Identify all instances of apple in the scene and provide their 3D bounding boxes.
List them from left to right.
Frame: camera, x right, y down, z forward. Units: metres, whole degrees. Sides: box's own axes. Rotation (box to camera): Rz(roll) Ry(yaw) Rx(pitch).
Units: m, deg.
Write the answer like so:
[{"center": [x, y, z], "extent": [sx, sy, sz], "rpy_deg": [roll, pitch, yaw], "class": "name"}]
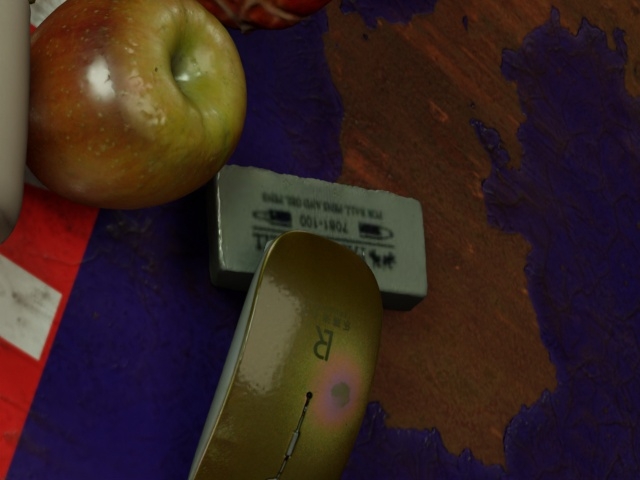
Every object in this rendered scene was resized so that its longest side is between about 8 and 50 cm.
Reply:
[{"center": [-0.177, -0.128, 1.566], "extent": [0.235, 0.173, 0.210], "rpy_deg": [1, 73, -56], "class": "apple"}]

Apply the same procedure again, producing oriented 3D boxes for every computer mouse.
[{"center": [-0.032, 0.146, 1.644], "extent": [0.158, 0.072, 0.310], "rpy_deg": [23, 80, -34], "class": "computer mouse"}]

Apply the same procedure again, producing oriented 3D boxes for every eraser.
[{"center": [0.001, 0.000, 1.781], "extent": [0.352, 0.077, 0.111], "rpy_deg": [9, 71, -46], "class": "eraser"}]

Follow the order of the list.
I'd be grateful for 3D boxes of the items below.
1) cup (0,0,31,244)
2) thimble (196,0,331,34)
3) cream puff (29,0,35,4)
[{"center": [-0.356, -0.096, 1.356], "extent": [0.253, 0.191, 0.200], "rpy_deg": [1, 69, -13], "class": "cup"}, {"center": [-0.072, -0.385, 1.634], "extent": [0.230, 0.350, 0.350], "rpy_deg": [-47, 113, -38], "class": "thimble"}, {"center": [-0.287, -0.253, 1.570], "extent": [0.083, 0.083, 0.058], "rpy_deg": [11, 30, -33], "class": "cream puff"}]
